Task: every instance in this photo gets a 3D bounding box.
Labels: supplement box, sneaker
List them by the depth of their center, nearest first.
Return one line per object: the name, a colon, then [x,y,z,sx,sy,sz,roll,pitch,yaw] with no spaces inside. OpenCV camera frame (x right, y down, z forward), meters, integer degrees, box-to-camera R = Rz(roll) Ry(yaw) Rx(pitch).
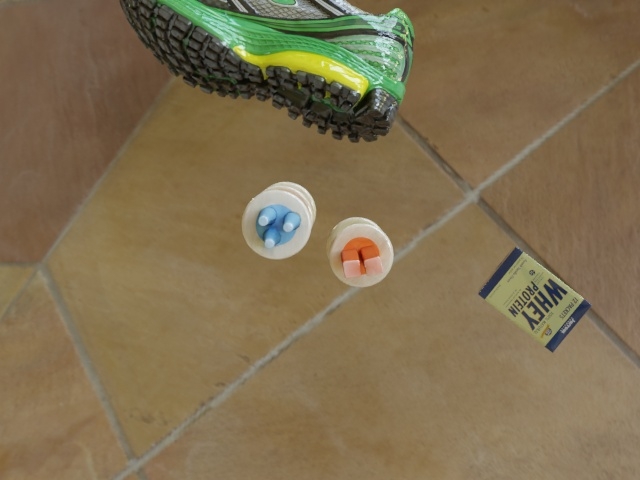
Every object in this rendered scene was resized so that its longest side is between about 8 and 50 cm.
supplement box: [0.196,0.053,0.772,0.083,0.083,0.056,39,97,9]
sneaker: [-0.062,-0.229,0.900,0.344,0.134,0.146,23,70,5]

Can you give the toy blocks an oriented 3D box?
toy blocks: [0.000,0.000,0.647,0.123,0.148,0.054,26,97,-2]
